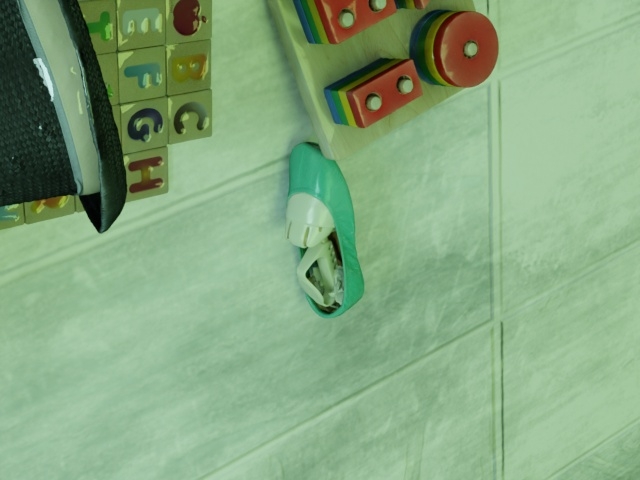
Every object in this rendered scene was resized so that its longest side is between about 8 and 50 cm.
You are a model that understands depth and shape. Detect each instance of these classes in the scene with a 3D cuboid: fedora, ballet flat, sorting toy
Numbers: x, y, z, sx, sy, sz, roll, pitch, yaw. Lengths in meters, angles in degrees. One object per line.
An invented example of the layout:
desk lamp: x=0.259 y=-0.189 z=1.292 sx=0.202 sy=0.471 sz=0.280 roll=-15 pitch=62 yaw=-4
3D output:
fedora: x=-0.283 y=-0.146 z=0.941 sx=0.152 sy=0.334 sz=0.334 roll=-21 pitch=124 yaw=-18
ballet flat: x=0.000 y=0.000 z=1.408 sx=0.087 sy=0.083 sz=0.247 roll=-51 pitch=140 yaw=-38
sorting toy: x=0.086 y=-0.256 z=1.313 sx=0.255 sy=0.089 sz=0.257 roll=-31 pitch=115 yaw=-24

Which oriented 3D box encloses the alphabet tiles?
alphabet tiles: x=-0.257 y=-0.157 z=1.172 sx=0.342 sy=0.011 sz=0.285 roll=-15 pitch=120 yaw=-34
